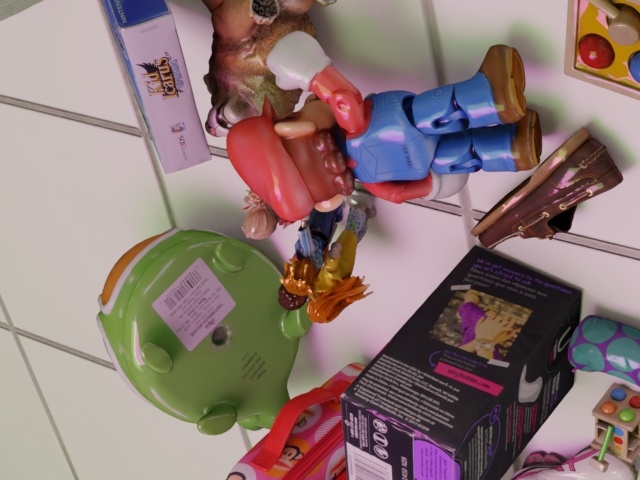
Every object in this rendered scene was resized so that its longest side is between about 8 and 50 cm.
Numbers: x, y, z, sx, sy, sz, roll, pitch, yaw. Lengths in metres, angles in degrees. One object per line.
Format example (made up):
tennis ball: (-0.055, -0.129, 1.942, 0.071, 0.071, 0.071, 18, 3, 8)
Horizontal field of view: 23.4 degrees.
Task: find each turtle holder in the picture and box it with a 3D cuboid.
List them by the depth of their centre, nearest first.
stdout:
turtle holder: (-0.144, 0.113, 2.020, 0.320, 0.243, 0.227, 20, 179, -35)

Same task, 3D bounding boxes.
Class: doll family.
doll family: (0.000, 0.000, 1.741, 0.118, 0.163, 0.263, 13, 155, 21)

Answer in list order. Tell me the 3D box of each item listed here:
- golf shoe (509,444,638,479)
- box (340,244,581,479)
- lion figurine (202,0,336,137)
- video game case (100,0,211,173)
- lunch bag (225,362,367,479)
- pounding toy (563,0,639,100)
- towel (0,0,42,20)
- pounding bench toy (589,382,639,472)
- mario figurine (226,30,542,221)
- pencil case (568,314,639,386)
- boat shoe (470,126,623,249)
golf shoe: (0.297, 0.294, 1.840, 0.186, 0.086, 0.067, -21, 108, 51)
box: (0.156, 0.162, 1.688, 0.143, 0.270, 0.165, 25, 140, 27)
lion figurine: (-0.113, -0.303, 1.641, 0.392, 0.142, 0.240, 66, 159, -4)
video game case: (-0.200, -0.247, 1.661, 0.244, 0.061, 0.269, 77, 172, -56)
lunch bag: (0.007, 0.296, 1.960, 0.120, 0.293, 0.258, 20, 138, 38)
pounding toy: (0.267, -0.199, 1.364, 0.130, 0.100, 0.141, 23, 139, 28)
towel: (-0.455, -0.385, 1.798, 0.038, 0.248, 0.324, 36, 147, 46)
pounding bench toy: (0.329, 0.211, 1.724, 0.052, 0.083, 0.065, 21, 139, 31)
mario figurine: (0.057, -0.127, 1.584, 0.321, 0.170, 0.198, -8, 96, 16)
pencil case: (0.342, 0.131, 1.648, 0.152, 0.064, 0.070, 21, 122, 32)
boat shoe: (0.229, -0.036, 1.589, 0.073, 0.073, 0.207, 47, 145, 1)
